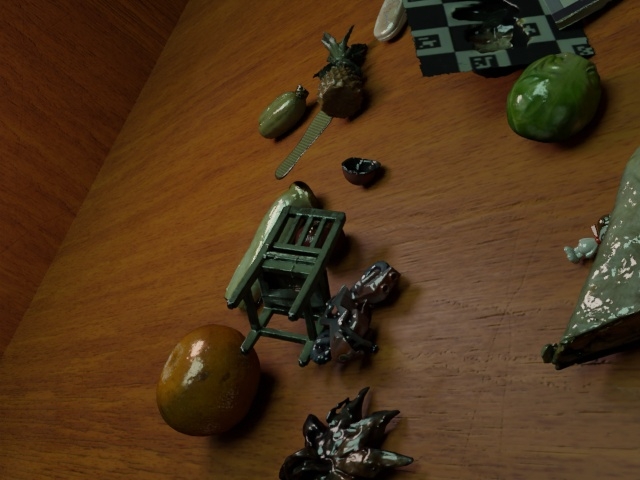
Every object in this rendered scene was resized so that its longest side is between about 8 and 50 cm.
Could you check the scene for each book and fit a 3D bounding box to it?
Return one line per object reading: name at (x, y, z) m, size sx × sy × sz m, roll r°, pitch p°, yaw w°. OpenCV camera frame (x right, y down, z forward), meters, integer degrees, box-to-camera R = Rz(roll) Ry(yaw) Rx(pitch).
book at (0.469, -0.480, 1.274) m, size 0.157 × 0.026 × 0.231 m, roll -27°, pitch 40°, yaw 24°

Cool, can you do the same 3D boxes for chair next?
chair at (-0.047, 0.080, 1.307) m, size 0.136 × 0.147 × 0.270 m, roll 7°, pitch 43°, yaw 20°

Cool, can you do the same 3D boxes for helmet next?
helmet at (0.084, -0.136, 1.463) m, size 0.084 × 0.049 × 0.065 m, roll 17°, pitch 37°, yaw 31°

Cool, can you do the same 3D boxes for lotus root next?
lotus root at (-0.093, -0.336, 1.872) m, size 0.183 × 0.077 × 0.090 m, roll -38°, pitch 41°, yaw 30°

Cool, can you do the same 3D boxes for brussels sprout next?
brussels sprout at (0.360, -0.222, 1.106) m, size 0.155 × 0.118 × 0.155 m, roll -43°, pitch 33°, yaw 37°

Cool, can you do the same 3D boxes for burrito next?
burrito at (0.402, 0.011, 0.833) m, size 0.175 × 0.107 × 0.347 m, roll 10°, pitch 66°, yaw 57°

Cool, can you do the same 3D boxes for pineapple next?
pineapple at (0.054, -0.413, 1.717) m, size 0.130 × 0.119 × 0.277 m, roll -54°, pitch 23°, yaw 39°

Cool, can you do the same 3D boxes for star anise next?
star anise at (0.011, 0.327, 1.057) m, size 0.272 × 0.102 × 0.272 m, roll -32°, pitch 36°, yaw 27°

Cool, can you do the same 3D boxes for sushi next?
sushi at (0.313, -0.389, 1.343) m, size 0.296 × 0.100 × 0.373 m, roll -7°, pitch 46°, yaw 3°

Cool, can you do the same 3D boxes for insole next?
insole at (-0.034, -0.255, 1.783) m, size 0.253 × 0.005 × 0.086 m, roll -53°, pitch 30°, yaw 3°

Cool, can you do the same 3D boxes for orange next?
orange at (-0.209, 0.265, 1.352) m, size 0.224 × 0.170 × 0.224 m, roll -48°, pitch 20°, yaw 24°

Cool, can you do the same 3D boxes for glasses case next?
glasses case at (0.189, -0.574, 1.748) m, size 0.081 × 0.051 × 0.204 m, roll -9°, pitch 53°, yaw 52°

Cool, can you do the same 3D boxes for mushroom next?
mushroom at (-0.109, 0.009, 1.556) m, size 0.312 × 0.081 × 0.100 m, roll -59°, pitch 25°, yaw -4°

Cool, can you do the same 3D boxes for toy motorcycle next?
toy motorcycle at (0.065, 0.128, 1.201) m, size 0.212 × 0.084 × 0.118 m, roll -54°, pitch 22°, yaw -9°

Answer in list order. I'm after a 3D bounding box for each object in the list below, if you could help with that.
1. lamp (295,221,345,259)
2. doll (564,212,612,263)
lamp at (0.000, 0.000, 1.405) m, size 0.101 × 0.090 × 0.101 m, roll -11°, pitch 27°, yaw 6°
doll at (0.371, -0.002, 0.952) m, size 0.085 × 0.040 × 0.058 m, roll -20°, pitch 55°, yaw 43°
